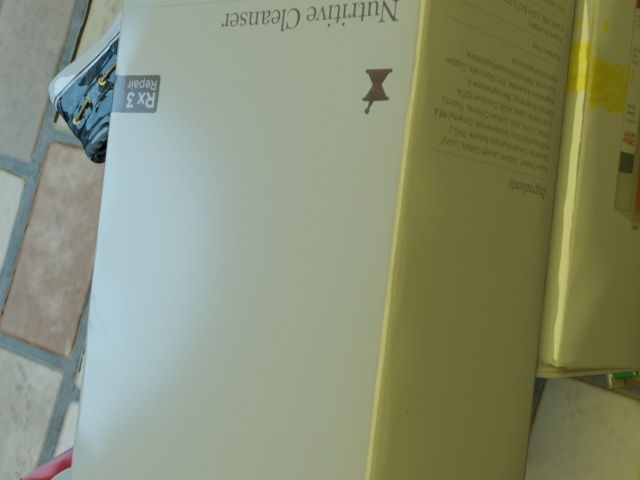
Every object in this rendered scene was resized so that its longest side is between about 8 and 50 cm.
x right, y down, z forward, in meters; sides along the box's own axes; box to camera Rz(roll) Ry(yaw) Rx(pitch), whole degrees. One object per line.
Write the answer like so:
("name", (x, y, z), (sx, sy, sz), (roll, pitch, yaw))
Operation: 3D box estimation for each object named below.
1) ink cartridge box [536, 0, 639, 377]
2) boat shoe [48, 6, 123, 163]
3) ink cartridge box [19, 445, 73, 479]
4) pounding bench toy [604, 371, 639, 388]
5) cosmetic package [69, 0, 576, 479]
("ink cartridge box", (0.089, -0.115, 0.732), (0.279, 0.160, 0.385), (6, 87, 39))
("boat shoe", (-0.152, -0.148, 0.925), (0.183, 0.065, 0.083), (-39, 74, 22))
("ink cartridge box", (-0.036, 0.252, 0.799), (0.271, 0.130, 0.310), (-33, 73, 16))
("pounding bench toy", (0.232, 0.086, 0.733), (0.083, 0.065, 0.052), (-20, 78, 21))
("cosmetic package", (0.000, 0.000, 0.584), (0.217, 0.156, 0.385), (3, 86, 39))
